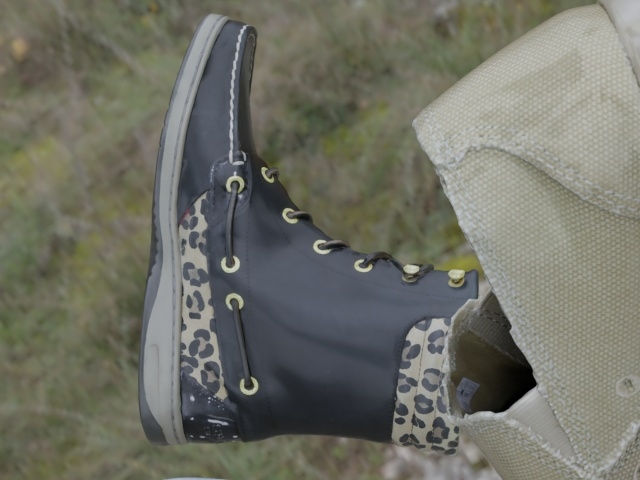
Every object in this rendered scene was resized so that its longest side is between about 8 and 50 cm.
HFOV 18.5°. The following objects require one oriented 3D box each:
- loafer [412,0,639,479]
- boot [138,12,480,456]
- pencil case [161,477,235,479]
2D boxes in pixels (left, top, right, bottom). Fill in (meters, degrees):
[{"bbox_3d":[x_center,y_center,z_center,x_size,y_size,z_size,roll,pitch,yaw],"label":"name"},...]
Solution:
[{"bbox_3d":[0.085,0.050,0.606,0.092,0.269,0.102,-9,24,5],"label":"loafer"},{"bbox_3d":[0.000,0.001,1.062,0.178,0.085,0.236,5,85,7],"label":"boot"},{"bbox_3d":[-0.041,0.171,0.536,0.113,0.124,0.273,10,19,1],"label":"pencil case"}]
